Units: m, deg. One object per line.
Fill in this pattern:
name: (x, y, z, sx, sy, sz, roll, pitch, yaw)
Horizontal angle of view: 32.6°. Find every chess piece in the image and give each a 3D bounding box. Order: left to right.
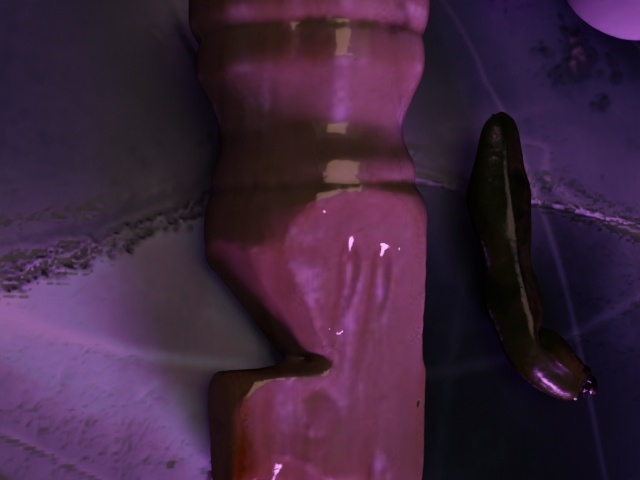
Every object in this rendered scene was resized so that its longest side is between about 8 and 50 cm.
chess piece: (0.000, 0.000, 0.616, 0.137, 0.137, 0.300, -4, 91, -26)

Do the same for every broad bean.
broad bean: (0.125, 0.017, 0.699, 0.061, 0.046, 0.195, -22, 93, -40)

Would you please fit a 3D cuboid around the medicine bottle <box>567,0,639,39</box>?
medicine bottle: (0.258, -0.228, 0.785, 0.296, 0.111, 0.161, -5, 80, -25)
